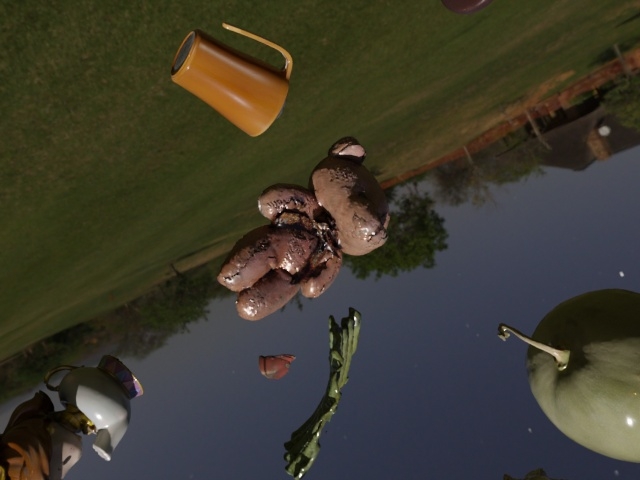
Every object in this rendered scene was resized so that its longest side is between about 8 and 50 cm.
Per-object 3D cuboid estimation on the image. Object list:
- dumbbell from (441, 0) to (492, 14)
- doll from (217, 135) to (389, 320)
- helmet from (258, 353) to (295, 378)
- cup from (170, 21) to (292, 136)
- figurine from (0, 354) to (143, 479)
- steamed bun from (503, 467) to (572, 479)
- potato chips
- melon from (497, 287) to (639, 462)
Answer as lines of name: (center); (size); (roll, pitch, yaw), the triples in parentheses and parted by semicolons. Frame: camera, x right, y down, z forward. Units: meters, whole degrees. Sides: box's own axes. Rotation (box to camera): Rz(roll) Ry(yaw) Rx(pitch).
dumbbell: (0.220, -0.487, 0.904); (0.225, 0.140, 0.124); (-12, -171, -44)
doll: (0.000, 0.000, 0.749); (0.156, 0.201, 0.303); (13, -133, 46)
helmet: (-0.096, 0.275, 1.102); (0.084, 0.049, 0.065); (-11, 150, 27)
cup: (-0.199, -0.396, 1.221); (0.226, 0.264, 0.182); (-52, -143, 19)
figurine: (-0.431, 0.316, 0.850); (0.263, 0.189, 0.142); (-45, 161, -39)
steamed bun: (0.467, 0.630, 1.185); (0.295, 0.292, 0.137); (-17, -143, -10)
potato chips: (0.011, 0.368, 1.270); (0.373, 0.097, 0.389); (-16, 127, -78)
melon: (0.465, 0.202, 0.783); (0.308, 0.272, 0.272); (-1, 165, -38)
